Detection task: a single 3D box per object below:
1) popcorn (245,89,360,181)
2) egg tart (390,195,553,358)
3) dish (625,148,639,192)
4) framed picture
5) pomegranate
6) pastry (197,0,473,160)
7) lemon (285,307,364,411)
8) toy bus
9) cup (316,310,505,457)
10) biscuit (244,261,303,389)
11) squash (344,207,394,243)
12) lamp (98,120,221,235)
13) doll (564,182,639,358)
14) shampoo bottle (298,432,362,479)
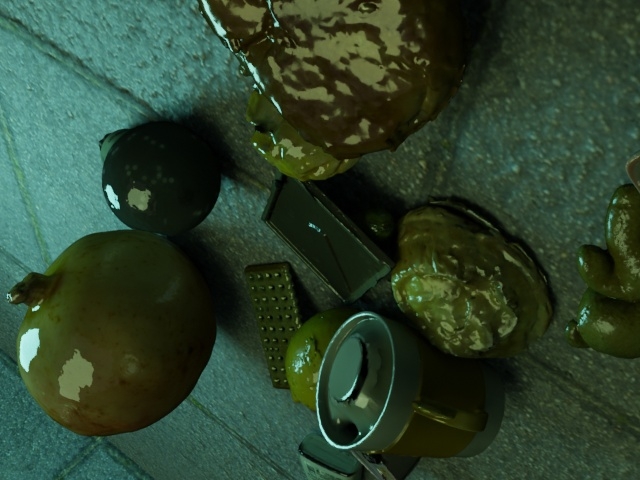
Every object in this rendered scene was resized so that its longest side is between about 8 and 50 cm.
[{"bbox_3d":[-0.017,-0.147,0.946,0.148,0.152,0.167,-41,68,30],"label":"popcorn"},{"bbox_3d":[0.177,0.067,1.006,0.232,0.098,0.252,-5,119,46],"label":"egg tart"},{"bbox_3d":[0.385,-0.019,0.683,0.151,0.077,0.212,-10,118,51],"label":"dish"},{"bbox_3d":[0.000,0.000,1.122,0.209,0.019,0.281,45,164,2],"label":"framed picture"},{"bbox_3d":[-0.400,0.166,1.484,0.412,0.411,0.411,29,144,24],"label":"pomegranate"},{"bbox_3d":[0.013,-0.240,0.772,0.255,0.162,0.310,-15,120,38],"label":"pastry"},{"bbox_3d":[0.034,0.190,1.228,0.173,0.173,0.206,43,126,4],"label":"lemon"},{"bbox_3d":[0.057,0.328,1.432,0.274,0.090,0.112,46,152,0],"label":"toy bus"},{"bbox_3d":[0.138,0.215,1.054,0.226,0.185,0.241,19,178,-29],"label":"cup"},{"bbox_3d":[-0.072,0.155,1.369,0.139,0.016,0.231,-8,97,51],"label":"biscuit"},{"bbox_3d":[0.051,-0.016,1.077,0.052,0.052,0.183,53,158,-11],"label":"squash"},{"bbox_3d":[-0.298,-0.115,1.255,0.314,0.182,0.181,21,140,36],"label":"lamp"},{"bbox_3d":[0.332,0.031,0.812,0.137,0.097,0.209,6,121,3],"label":"doll"},{"bbox_3d":[0.040,0.545,1.712,0.153,0.071,0.284,19,142,31],"label":"shampoo bottle"}]
